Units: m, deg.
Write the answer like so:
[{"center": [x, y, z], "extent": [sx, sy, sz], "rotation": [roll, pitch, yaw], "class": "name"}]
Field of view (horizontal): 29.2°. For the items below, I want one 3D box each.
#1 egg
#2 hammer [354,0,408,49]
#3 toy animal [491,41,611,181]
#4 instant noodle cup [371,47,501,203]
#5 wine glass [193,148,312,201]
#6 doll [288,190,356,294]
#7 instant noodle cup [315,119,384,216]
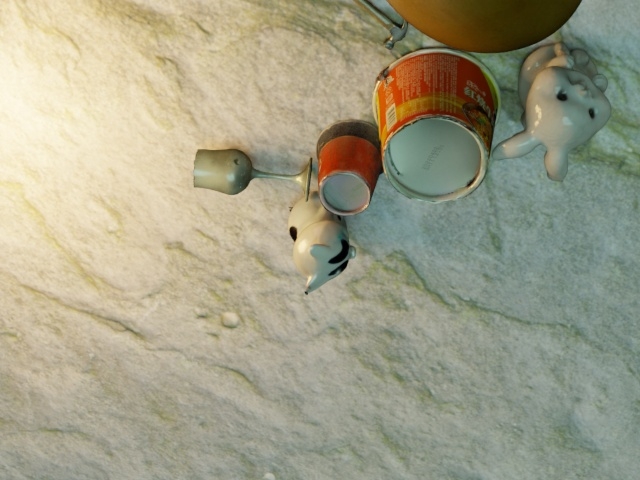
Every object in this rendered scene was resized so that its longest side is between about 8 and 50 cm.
[{"center": [0.205, -0.410, 1.668], "extent": [0.351, 0.282, 0.282], "rotation": [38, 122, -14], "class": "egg"}, {"center": [0.063, -0.369, 1.881], "extent": [0.182, 0.017, 0.062], "rotation": [38, 121, -19], "class": "hammer"}, {"center": [0.354, -0.200, 1.872], "extent": [0.127, 0.193, 0.178], "rotation": [25, 133, -13], "class": "toy animal"}, {"center": [0.179, -0.169, 1.917], "extent": [0.213, 0.174, 0.213], "rotation": [3, 128, 4], "class": "instant noodle cup"}, {"center": [-0.114, -0.111, 2.055], "extent": [0.196, 0.079, 0.079], "rotation": [7, 127, 1], "class": "wine glass"}, {"center": [0.002, -0.004, 2.068], "extent": [0.107, 0.180, 0.110], "rotation": [-7, 126, -5], "class": "doll"}, {"center": [0.045, -0.111, 2.001], "extent": [0.127, 0.135, 0.127], "rotation": [4, 126, 5], "class": "instant noodle cup"}]
